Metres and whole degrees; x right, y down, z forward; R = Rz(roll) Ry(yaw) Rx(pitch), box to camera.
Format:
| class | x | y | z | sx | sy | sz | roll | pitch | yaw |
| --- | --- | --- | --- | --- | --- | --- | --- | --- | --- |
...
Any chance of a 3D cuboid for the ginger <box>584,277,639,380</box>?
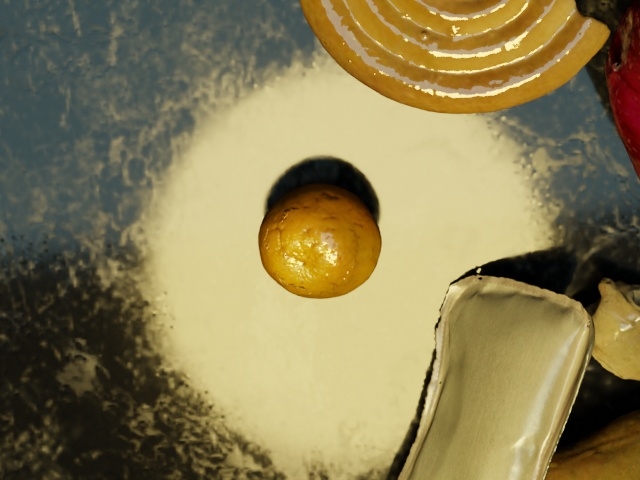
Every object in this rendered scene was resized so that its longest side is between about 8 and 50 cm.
| class | x | y | z | sx | sy | sz | roll | pitch | yaw |
| --- | --- | --- | --- | --- | --- | --- | --- | --- | --- |
| ginger | 0.259 | 0.076 | 1.378 | 0.173 | 0.051 | 0.069 | 14 | 112 | -8 |

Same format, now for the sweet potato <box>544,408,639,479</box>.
| class | x | y | z | sx | sy | sz | roll | pitch | yaw |
| --- | --- | --- | --- | --- | --- | --- | --- | --- | --- |
| sweet potato | 0.259 | 0.176 | 1.381 | 0.310 | 0.098 | 0.124 | 18 | 114 | -2 |

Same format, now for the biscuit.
| class | x | y | z | sx | sy | sz | roll | pitch | yaw |
| --- | --- | --- | --- | --- | --- | --- | --- | --- | --- |
| biscuit | 0.060 | -0.161 | 1.256 | 0.224 | 0.033 | 0.144 | 44 | 105 | -5 |

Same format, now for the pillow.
| class | x | y | z | sx | sy | sz | roll | pitch | yaw |
| --- | --- | --- | --- | --- | --- | --- | --- | --- | --- |
| pillow | 0.111 | 0.140 | 1.363 | 0.130 | 0.038 | 0.233 | 20 | 98 | 41 |

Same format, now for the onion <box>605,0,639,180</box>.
| class | x | y | z | sx | sy | sz | roll | pitch | yaw |
| --- | --- | --- | --- | --- | --- | --- | --- | --- | --- |
| onion | 0.305 | -0.103 | 1.243 | 0.246 | 0.190 | 0.246 | 7 | 132 | 7 |

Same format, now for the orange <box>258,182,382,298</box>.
| class | x | y | z | sx | sy | sz | roll | pitch | yaw |
| --- | --- | --- | --- | --- | --- | --- | --- | --- | --- |
| orange | 0.000 | 0.000 | 1.345 | 0.083 | 0.070 | 0.083 | 6 | 114 | 15 |
